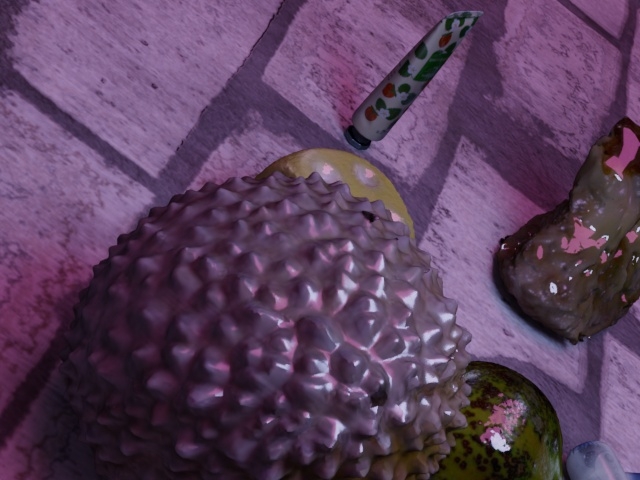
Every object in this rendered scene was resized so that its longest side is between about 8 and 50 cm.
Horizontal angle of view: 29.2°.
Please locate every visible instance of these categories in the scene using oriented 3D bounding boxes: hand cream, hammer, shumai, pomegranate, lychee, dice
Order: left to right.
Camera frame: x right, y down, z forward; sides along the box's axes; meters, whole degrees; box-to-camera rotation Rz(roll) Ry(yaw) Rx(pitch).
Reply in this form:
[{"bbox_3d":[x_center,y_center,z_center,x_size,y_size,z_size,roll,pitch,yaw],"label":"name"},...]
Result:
[{"bbox_3d":[-0.047,0.123,1.170,0.380,0.380,0.432,18,0,-30],"label":"lychee"},{"bbox_3d":[0.000,0.000,1.516,0.166,0.169,0.169,1,51,-42],"label":"dice"},{"bbox_3d":[0.130,-0.237,1.799,0.095,0.276,0.059,-15,63,-50],"label":"hand cream"},{"bbox_3d":[0.137,0.239,1.394,0.276,0.222,0.204,3,50,2],"label":"pomegranate"},{"bbox_3d":[0.441,-0.017,1.864,0.217,0.283,0.346,51,34,15],"label":"shumai"},{"bbox_3d":[0.415,0.331,1.662,0.194,0.069,0.116,12,43,-42],"label":"hammer"}]
